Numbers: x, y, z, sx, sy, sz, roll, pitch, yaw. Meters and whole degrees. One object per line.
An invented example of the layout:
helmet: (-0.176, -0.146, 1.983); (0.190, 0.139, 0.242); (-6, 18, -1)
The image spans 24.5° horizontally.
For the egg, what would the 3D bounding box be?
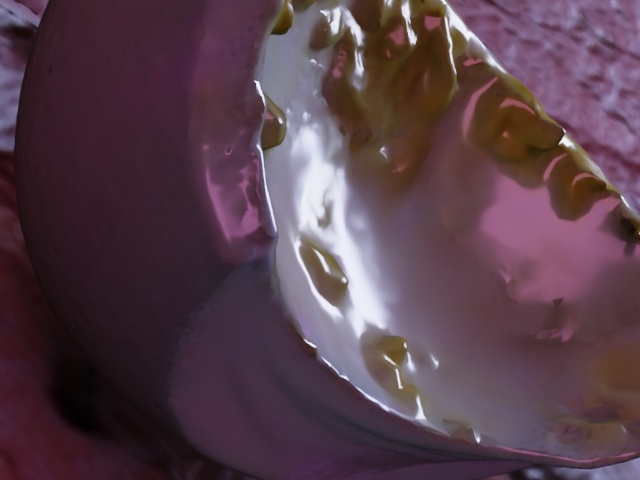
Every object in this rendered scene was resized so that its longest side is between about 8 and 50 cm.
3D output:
egg: (-0.002, -0.007, 0.485); (0.271, 0.162, 0.206); (41, 11, -37)
